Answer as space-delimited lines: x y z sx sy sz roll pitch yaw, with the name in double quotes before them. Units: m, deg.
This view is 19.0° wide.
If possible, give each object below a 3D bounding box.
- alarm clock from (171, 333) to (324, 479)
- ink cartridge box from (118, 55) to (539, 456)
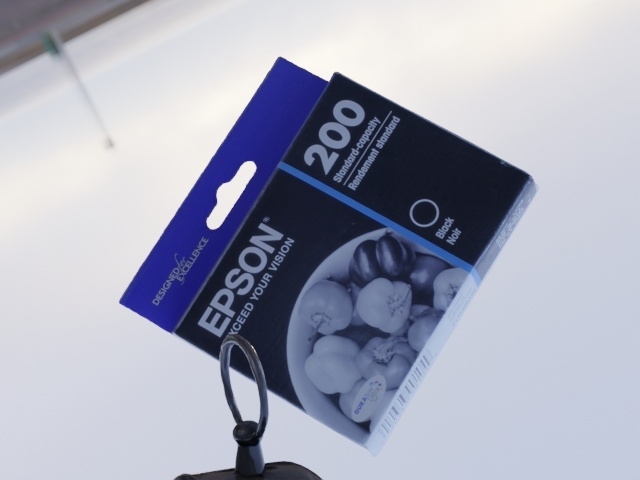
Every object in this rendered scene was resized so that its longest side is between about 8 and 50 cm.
"alarm clock" -0.020 0.128 0.703 0.064 0.192 0.129 -9 -170 -20
"ink cartridge box" 0.000 0.000 1.234 0.206 0.208 0.045 -58 161 -9
